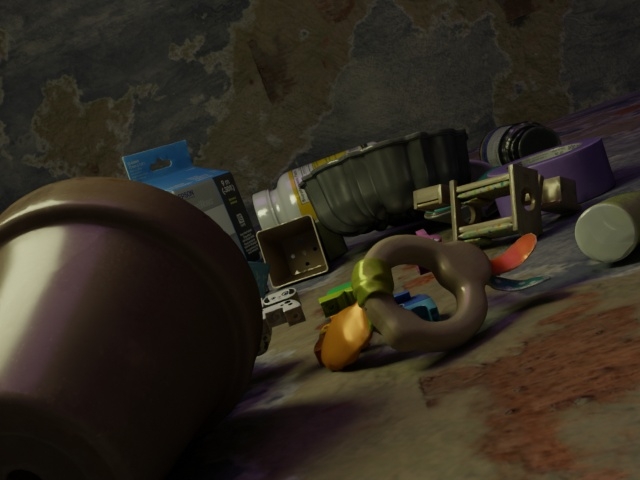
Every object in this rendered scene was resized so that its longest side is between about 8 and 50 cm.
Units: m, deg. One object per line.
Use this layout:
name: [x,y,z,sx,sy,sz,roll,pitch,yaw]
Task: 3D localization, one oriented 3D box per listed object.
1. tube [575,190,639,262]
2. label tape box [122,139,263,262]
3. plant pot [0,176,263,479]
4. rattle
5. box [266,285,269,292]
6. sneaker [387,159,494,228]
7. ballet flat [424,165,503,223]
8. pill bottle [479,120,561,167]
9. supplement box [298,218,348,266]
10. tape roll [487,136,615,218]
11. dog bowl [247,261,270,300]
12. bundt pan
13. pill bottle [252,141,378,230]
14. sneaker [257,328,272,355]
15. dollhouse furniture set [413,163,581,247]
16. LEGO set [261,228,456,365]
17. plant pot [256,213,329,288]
tube: [0.347,-0.028,0.875,0.070,0.062,0.240,32,26,21]
label tape box: [-0.291,-0.070,1.838,0.115,0.347,0.249,-16,7,29]
plant pot: [-0.188,0.109,0.612,0.263,0.263,0.229,-19,23,13]
rattle: [0.116,0.068,0.772,0.200,0.142,0.130,-18,43,-34]
box: [-0.139,0.103,1.397,0.067,0.018,0.083,-16,8,29]
sneaker: [0.252,-0.118,1.669,0.296,0.104,0.147,-21,10,34]
ballet flat: [0.266,-0.062,1.347,0.213,0.068,0.072,-30,21,-32]
pill bottle: [0.434,-0.194,1.689,0.123,0.122,0.219,-21,7,-5]
supplement box: [0.000,0.000,1.544,0.056,0.083,0.083,-16,8,34]
tape roll: [0.375,-0.101,1.272,0.189,0.080,0.189,-20,7,3]
dog bowl: [-0.204,0.089,1.283,0.166,0.074,0.297,3,-10,-41]
bundt pan: [0.133,-0.094,1.456,0.331,0.124,0.331,-16,-5,-2]
pill bottle: [0.013,-0.102,1.908,0.334,0.187,0.188,-20,6,4]
sneaker: [-0.205,0.145,0.934,0.182,0.157,0.410,17,-24,-34]
dollhouse furniture set: [0.260,-0.032,1.145,0.161,0.101,0.182,7,-13,-40]
LEGO set: [0.040,0.065,0.842,0.227,0.087,0.093,-20,21,-2]
plant pot: [-0.041,0.021,1.441,0.109,0.108,0.096,-19,-6,12]
